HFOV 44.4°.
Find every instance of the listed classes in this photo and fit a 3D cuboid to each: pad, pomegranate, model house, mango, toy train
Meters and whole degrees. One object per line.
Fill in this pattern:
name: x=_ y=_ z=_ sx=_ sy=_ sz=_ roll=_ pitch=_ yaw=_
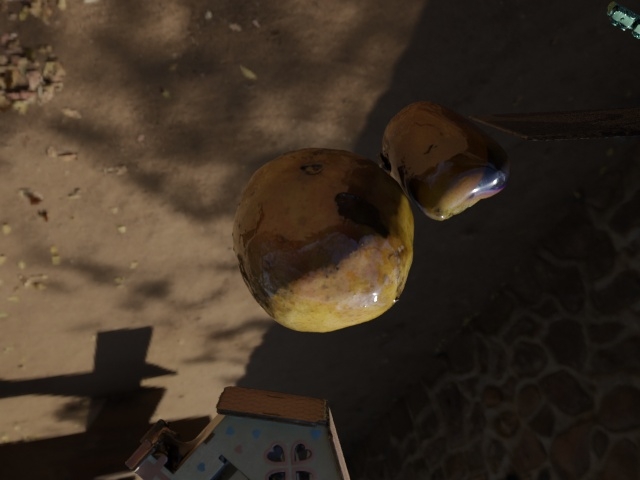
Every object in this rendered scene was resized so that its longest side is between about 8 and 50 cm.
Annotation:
pad: x=0.319 y=-0.112 z=0.711 sx=0.330 sy=0.220 sz=0.004 roll=-3 pitch=104 yaw=-2
pomegranate: x=0.000 y=0.000 z=1.155 sx=0.281 sy=0.281 sz=0.281 roll=-14 pitch=150 yaw=-8
model house: x=-0.080 y=0.329 z=1.160 sx=0.244 sy=0.326 sz=0.169 roll=-48 pitch=179 yaw=4
mango: x=0.206 y=-0.142 z=1.345 sx=0.201 sy=0.287 sz=0.153 roll=17 pitch=111 yaw=-30
toy train: x=0.478 y=-0.338 z=1.201 sx=0.092 sy=0.045 sz=0.029 roll=22 pitch=137 yaw=-17
